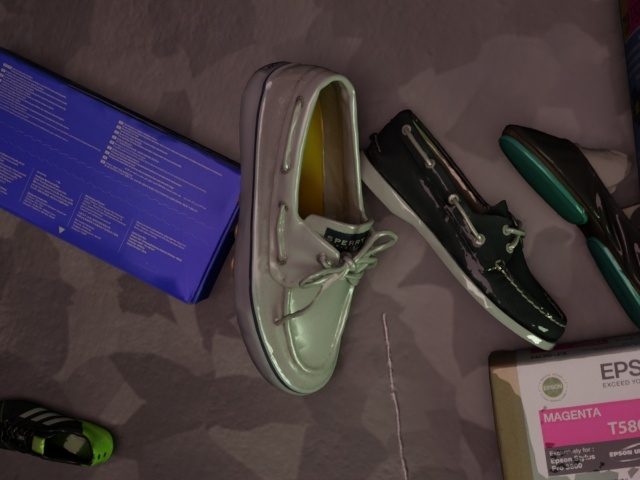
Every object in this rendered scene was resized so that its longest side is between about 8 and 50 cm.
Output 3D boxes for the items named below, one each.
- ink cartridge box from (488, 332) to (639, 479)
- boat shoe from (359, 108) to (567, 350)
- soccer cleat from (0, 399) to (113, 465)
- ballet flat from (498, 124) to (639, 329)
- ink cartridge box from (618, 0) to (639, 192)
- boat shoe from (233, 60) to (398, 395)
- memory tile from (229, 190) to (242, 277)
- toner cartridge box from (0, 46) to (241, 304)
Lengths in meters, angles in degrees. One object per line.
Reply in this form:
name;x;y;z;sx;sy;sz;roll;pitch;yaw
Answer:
ink cartridge box;0.309;0.205;1.294;0.235;0.088;0.193;-9;93;10
boat shoe;0.164;-0.013;1.291;0.302;0.114;0.091;45;105;3
soccer cleat;-0.332;0.227;1.405;0.179;0.072;0.060;10;95;8
ballet flat;0.305;-0.031;1.283;0.096;0.095;0.280;-39;98;-7
ink cartridge box;0.457;-0.091;1.181;0.270;0.151;0.395;-5;83;1
boat shoe;0.007;-0.003;1.269;0.156;0.136;0.367;11;104;47
memory tile;-0.047;-0.027;1.333;0.012;0.113;0.148;12;98;46
toner cartridge box;-0.255;-0.077;1.373;0.348;0.075;0.165;27;96;6
